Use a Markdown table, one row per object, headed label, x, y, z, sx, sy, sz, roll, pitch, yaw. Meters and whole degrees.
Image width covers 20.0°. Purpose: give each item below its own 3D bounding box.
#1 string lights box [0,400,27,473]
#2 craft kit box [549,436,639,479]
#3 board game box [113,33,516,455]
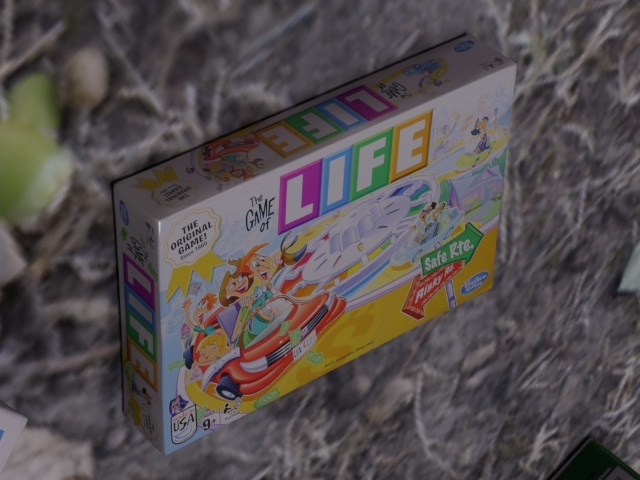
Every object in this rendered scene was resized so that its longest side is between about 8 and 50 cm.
| label | x | y | z | sx | sy | sz | roll | pitch | yaw |
| --- | --- | --- | --- | --- | --- | --- | --- | --- | --- |
| string lights box | -0.202 | 0.054 | 0.417 | 0.259 | 0.076 | 0.133 | 30 | 85 | -53 |
| craft kit box | 0.105 | 0.251 | 0.934 | 0.250 | 0.061 | 0.247 | -45 | 140 | -8 |
| board game box | 0.000 | 0.000 | 0.637 | 0.154 | 0.026 | 0.103 | -25 | 136 | -30 |
